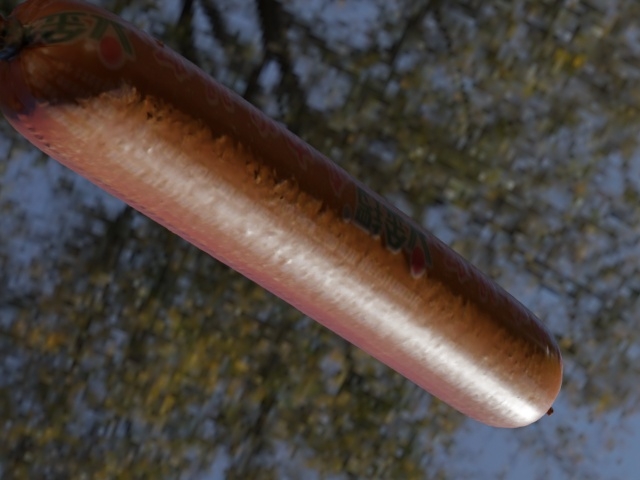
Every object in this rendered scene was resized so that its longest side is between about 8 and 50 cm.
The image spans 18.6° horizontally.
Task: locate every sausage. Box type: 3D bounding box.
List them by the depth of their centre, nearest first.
[{"bbox_3d":[0.000,0.000,0.716,0.348,0.053,0.053,34,-155,-46],"label":"sausage"}]
